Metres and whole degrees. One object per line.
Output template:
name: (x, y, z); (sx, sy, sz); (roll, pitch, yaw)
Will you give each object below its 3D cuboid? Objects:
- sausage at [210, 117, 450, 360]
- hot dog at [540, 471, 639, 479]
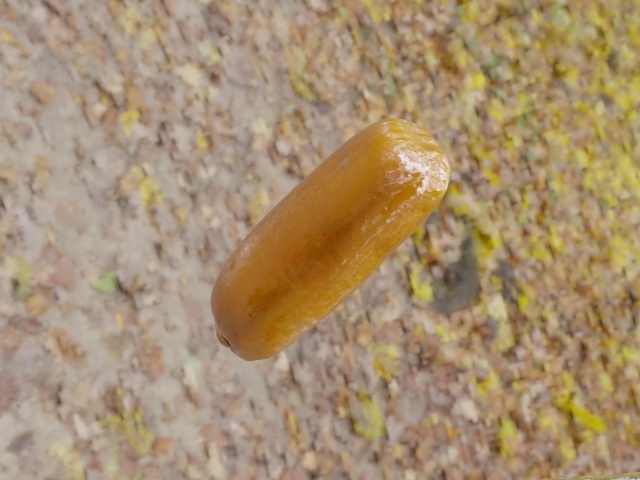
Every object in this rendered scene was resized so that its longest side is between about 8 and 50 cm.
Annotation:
sausage: (0.000, 0.000, 0.985); (0.098, 0.238, 0.098); (40, 18, -16)
hot dog: (0.146, 0.127, 0.594); (0.090, 0.030, 0.034); (-3, 82, -14)
